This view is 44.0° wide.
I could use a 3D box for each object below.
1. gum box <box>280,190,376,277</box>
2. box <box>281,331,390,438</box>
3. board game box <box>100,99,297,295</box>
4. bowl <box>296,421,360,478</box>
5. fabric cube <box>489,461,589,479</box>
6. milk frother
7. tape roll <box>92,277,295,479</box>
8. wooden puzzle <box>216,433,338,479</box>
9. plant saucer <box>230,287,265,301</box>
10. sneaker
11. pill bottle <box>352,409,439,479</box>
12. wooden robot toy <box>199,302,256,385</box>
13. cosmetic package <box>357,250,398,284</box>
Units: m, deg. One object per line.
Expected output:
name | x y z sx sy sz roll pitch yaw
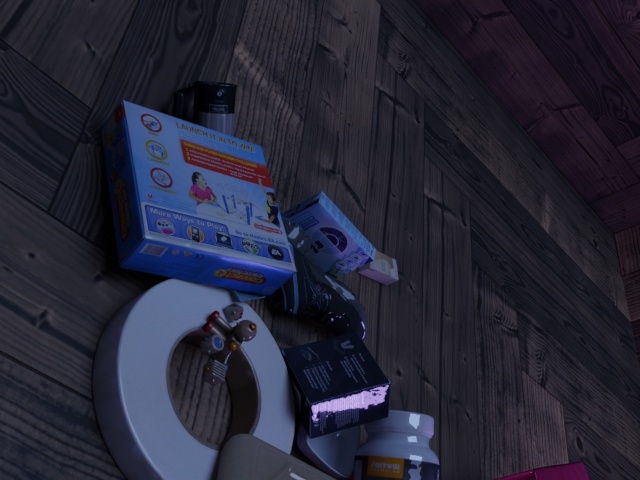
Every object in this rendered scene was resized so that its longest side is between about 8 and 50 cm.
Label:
gum box | 0.000 0.000 1.669 0.184 0.156 0.041 46 36 -24
box | 0.026 0.264 1.463 0.156 0.158 0.093 -125 -152 -52
board game box | -0.216 -0.071 1.400 0.308 0.086 0.302 15 45 -39
bowl | 0.010 0.375 1.519 0.142 0.053 0.142 46 36 -24
fabric cube | 0.460 0.652 1.762 0.258 0.254 0.259 13 58 -50
milk frother | -0.231 -0.252 1.592 0.143 0.129 0.135 -94 -171 -77
tape roll | -0.195 0.251 1.308 0.392 0.072 0.392 34 43 -38
wooden puzzle | -0.018 0.489 1.181 0.347 0.080 0.322 29 32 -17
plant saucer | -0.168 0.030 1.444 0.067 0.018 0.192 -5 59 -50
sneaker | -0.034 0.112 1.615 0.341 0.125 0.140 50 63 -25
pill bottle | 0.137 0.464 1.473 0.162 0.162 0.279 24 64 -44
wooden robot toy | -0.144 0.153 1.308 0.076 0.079 0.173 50 35 -20
cosmetic package | 0.137 0.062 1.919 0.115 0.041 0.060 24 50 -44
